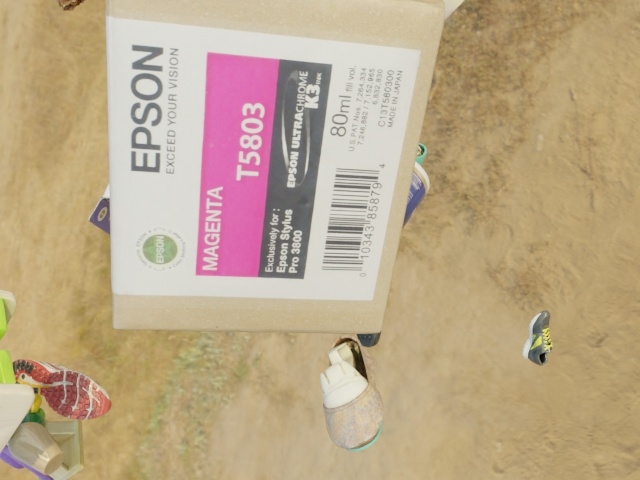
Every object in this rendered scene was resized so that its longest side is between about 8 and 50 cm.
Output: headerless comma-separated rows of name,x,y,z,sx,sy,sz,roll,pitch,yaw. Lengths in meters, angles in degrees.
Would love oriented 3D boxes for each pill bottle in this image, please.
pill bottle,0.085,-0.044,1.018,0.094,0.094,0.169,-2,44,51

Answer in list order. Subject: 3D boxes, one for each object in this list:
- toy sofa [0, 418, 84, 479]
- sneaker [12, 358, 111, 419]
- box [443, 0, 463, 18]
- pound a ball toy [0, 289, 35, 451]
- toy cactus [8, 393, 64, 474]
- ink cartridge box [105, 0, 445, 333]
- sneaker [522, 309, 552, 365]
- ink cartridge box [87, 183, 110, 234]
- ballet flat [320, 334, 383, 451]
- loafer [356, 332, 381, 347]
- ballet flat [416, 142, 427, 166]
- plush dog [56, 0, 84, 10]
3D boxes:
toy sofa,-0.660,0.372,1.365,0.177,0.362,0.150,-35,35,-2
sneaker,-0.504,0.286,1.344,0.225,0.093,0.088,18,87,20
box,0.024,-0.289,0.562,0.213,0.243,0.117,-44,32,25
pound a ball toy,-0.423,0.164,0.675,0.319,0.135,0.208,-50,50,24
toy cactus,-0.419,0.249,0.895,0.180,0.219,0.112,30,69,21
ink cartridge box,-0.040,-0.055,0.452,0.088,0.193,0.235,-110,24,-60
sneaker,0.301,0.133,0.920,0.035,0.031,0.083,40,136,46
ink cartridge box,-0.365,-0.107,1.375,0.223,0.045,0.224,83,-149,-79
ballet flat,0.043,0.250,1.186,0.107,0.106,0.316,-28,10,6
loafer,0.126,0.136,1.579,0.076,0.078,0.223,-1,85,42
ballet flat,0.159,-0.223,1.624,0.087,0.247,0.083,-58,45,32
plush dog,-0.403,-0.484,1.015,0.211,0.225,0.262,-78,15,-54
